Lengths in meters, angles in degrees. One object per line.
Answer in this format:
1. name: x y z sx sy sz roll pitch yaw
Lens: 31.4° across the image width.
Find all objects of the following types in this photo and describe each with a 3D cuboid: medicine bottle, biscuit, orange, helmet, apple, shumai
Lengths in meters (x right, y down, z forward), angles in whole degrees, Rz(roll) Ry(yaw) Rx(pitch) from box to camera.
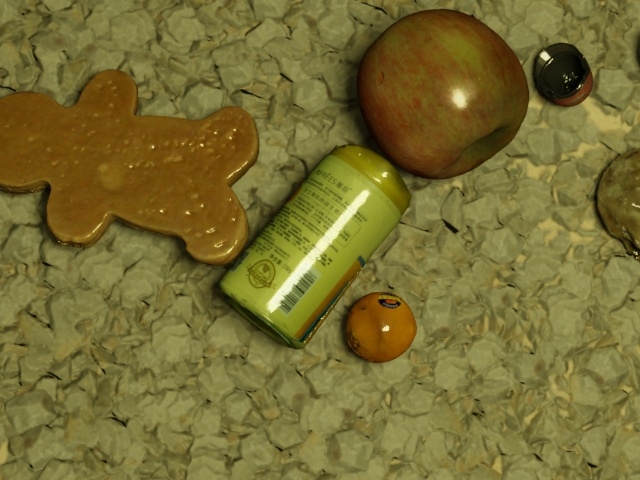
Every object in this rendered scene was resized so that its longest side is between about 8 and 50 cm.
1. medicine bottle: 0.000 0.000 1.292 0.124 0.124 0.239 40 80 3
2. biscuit: -0.239 -0.090 1.320 0.340 0.047 0.216 8 72 4
3. orange: 0.069 0.099 1.302 0.084 0.083 0.083 1 81 -4
4. helmet: 0.300 -0.195 1.383 0.065 0.049 0.084 -29 53 23
5. apple: 0.135 -0.168 1.297 0.188 0.188 0.174 -30 75 -8
6. shumai: 0.438 -0.049 1.323 0.209 0.153 0.161 26 73 4
